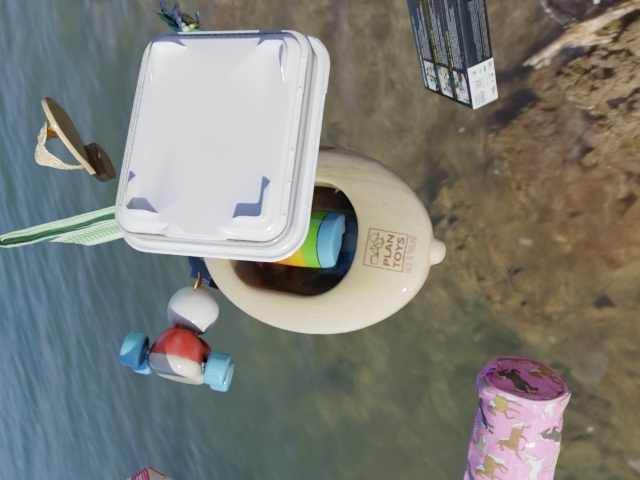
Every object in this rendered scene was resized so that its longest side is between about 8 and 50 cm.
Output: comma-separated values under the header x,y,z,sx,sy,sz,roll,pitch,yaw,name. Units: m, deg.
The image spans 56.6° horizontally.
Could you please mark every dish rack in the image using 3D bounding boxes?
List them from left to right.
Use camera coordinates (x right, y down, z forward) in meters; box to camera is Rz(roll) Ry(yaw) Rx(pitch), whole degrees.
x,y,z,sx,sy,sz,roll,pitch,yaw,name
-0.145,-0.145,0.813,0.286,0.072,0.332,4,80,13,dish rack

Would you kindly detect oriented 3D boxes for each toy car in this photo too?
x,y,z,sx,sy,sz,roll,pitch,yaw,name
-0.287,0.190,1.321,0.210,0.219,0.237,100,-177,-70,toy car

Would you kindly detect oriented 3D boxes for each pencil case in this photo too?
x,y,z,sx,sy,sz,roll,pitch,yaw,name
0.373,0.415,1.180,0.160,0.167,0.385,-128,38,-60,pencil case

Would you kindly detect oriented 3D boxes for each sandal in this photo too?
x,y,z,sx,sy,sz,roll,pitch,yaw,name
-0.404,-0.136,0.936,0.240,0.079,0.088,80,166,-77,sandal

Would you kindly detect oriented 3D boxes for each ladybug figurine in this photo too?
x,y,z,sx,sy,sz,roll,pitch,yaw,name
0.000,0.000,0.994,0.450,0.162,0.304,10,90,33,ladybug figurine

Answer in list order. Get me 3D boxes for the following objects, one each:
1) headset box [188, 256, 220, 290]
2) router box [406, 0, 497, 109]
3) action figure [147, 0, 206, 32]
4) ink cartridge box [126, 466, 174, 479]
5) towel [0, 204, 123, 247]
x,y,z,sx,sy,sz,roll,pitch,yaw,name
-0.169,0.018,1.445,0.218,0.293,0.110,20,136,10,headset box
0.180,-0.286,0.830,0.133,0.046,0.178,48,161,54,router box
-0.390,-0.631,1.716,0.232,0.137,0.063,45,131,35,action figure
-0.324,0.468,1.018,0.063,0.151,0.109,57,179,42,ink cartridge box
-0.368,-0.026,1.049,0.325,0.248,0.038,-90,-14,-88,towel
